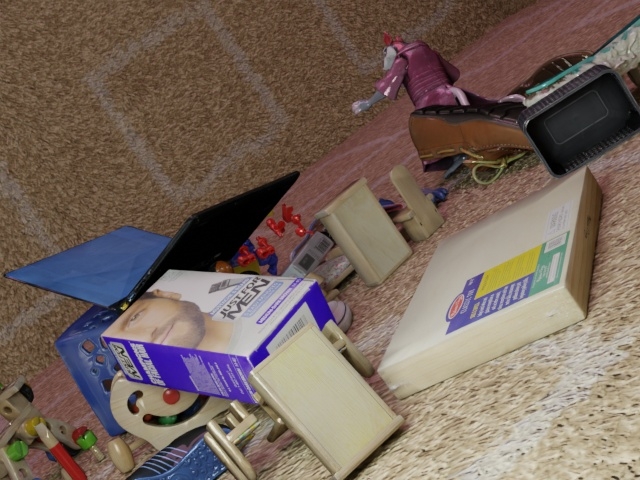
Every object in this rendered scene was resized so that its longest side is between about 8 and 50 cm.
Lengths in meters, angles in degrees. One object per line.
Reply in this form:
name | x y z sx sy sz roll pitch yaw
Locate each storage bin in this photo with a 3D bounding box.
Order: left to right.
storage bin | 0.440 -0.203 1.627 0.180 0.122 0.084 -33 11 12

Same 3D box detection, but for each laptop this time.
laptop | -0.313 -0.031 1.828 0.408 0.236 0.382 -48 -8 29

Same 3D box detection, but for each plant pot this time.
plant pot | -0.358 0.222 1.952 0.212 0.236 0.236 -24 14 19

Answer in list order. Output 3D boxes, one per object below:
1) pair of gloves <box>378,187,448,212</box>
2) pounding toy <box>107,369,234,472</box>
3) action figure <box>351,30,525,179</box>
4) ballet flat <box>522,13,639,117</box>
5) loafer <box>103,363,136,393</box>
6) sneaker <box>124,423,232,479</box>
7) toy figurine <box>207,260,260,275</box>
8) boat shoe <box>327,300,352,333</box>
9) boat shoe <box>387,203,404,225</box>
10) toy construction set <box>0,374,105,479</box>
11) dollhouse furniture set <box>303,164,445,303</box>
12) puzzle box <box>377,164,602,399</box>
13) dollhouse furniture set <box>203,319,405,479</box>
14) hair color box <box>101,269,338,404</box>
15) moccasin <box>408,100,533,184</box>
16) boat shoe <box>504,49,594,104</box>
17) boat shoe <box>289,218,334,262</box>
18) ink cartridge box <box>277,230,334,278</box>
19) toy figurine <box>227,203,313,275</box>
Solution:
pair of gloves | 0.166 -0.081 2.040 0.198 0.023 0.159 -17 11 -16
pounding toy | -0.281 0.269 1.681 0.269 0.154 0.155 -36 11 -7
action figure | 0.241 -0.335 2.150 0.248 0.370 0.275 -24 -15 -24
ballet flat | 0.547 -0.313 1.774 0.409 0.147 0.147 -35 10 -17
loafer | -0.459 0.332 2.140 0.094 0.087 0.251 -35 10 -3
sneaker | -0.221 0.345 1.383 0.232 0.081 0.090 -31 6 -16
toy figurine | -0.196 0.141 1.802 0.213 0.148 0.209 -34 -25 10
boat shoe | -0.010 0.145 1.604 0.083 0.075 0.226 -30 12 26
boat shoe | 0.160 -0.046 2.038 0.049 0.042 0.133 -12 11 -1
toy construction set | -0.587 0.385 1.887 0.309 0.237 0.257 -23 16 48
dollhouse furniture set | 0.012 0.005 1.900 0.303 0.173 0.355 -41 12 -31
puzzle box | 0.245 0.046 1.317 0.272 0.052 0.409 -29 12 29
dollhouse furniture set | -0.011 0.225 1.211 0.212 0.161 0.242 -39 -11 -21
hair color box | -0.163 0.144 1.511 0.339 0.110 0.185 0 36 41
moccasin | 0.329 -0.196 1.918 0.380 0.147 0.139 5 21 46
boat shoe | 0.531 -0.369 2.181 0.257 0.095 0.095 -24 9 47
boat shoe | 0.000 0.000 2.287 0.066 0.066 0.183 -16 31 48
ink cartridge box | -0.079 0.102 2.152 0.232 0.066 0.189 -53 0 30
toy figurine | -0.194 0.080 2.137 0.363 0.217 0.191 -21 38 -27
